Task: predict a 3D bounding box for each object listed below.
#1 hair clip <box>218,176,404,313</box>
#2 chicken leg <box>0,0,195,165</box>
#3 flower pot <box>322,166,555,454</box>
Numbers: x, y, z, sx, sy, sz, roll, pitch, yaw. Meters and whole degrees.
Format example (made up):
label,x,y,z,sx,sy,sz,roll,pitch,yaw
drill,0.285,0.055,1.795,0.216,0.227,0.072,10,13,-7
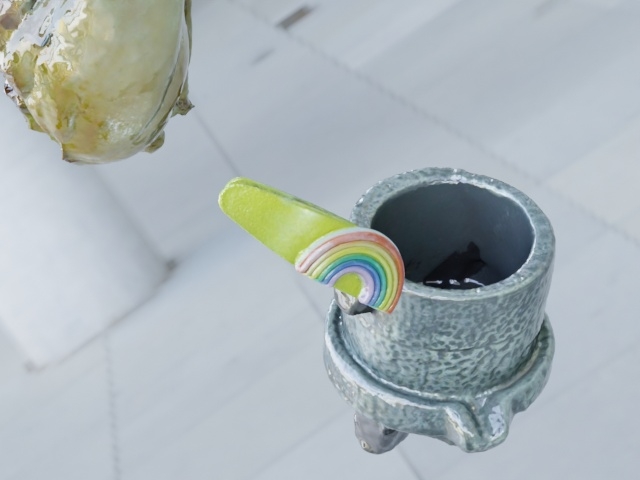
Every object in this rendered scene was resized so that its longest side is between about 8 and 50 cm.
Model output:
label,x,y,z,sx,sy,sz,roll,pitch,yaw
hair clip,0.000,0.000,1.528,0.060,0.188,0.033,-58,27,7
chicken leg,-0.153,-0.261,1.518,0.153,0.201,0.429,-120,45,-67
flower pot,0.143,0.105,2.213,0.299,0.283,0.299,3,42,-2
